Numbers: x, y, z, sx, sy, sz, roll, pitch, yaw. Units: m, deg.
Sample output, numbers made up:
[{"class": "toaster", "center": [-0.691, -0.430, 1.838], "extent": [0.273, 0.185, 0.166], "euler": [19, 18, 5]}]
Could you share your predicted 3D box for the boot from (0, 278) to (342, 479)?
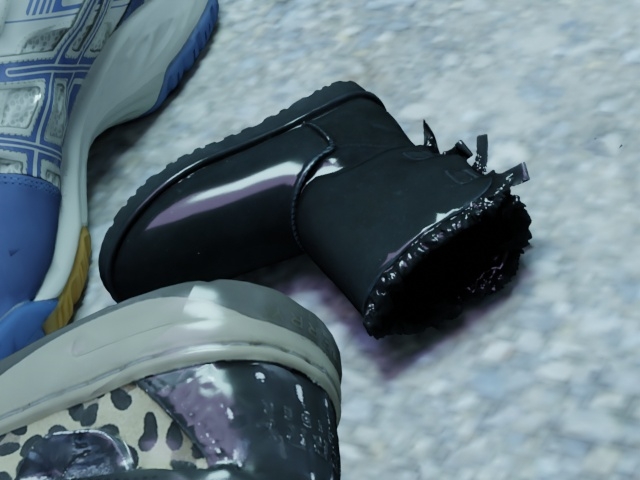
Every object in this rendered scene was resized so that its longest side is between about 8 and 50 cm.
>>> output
[{"class": "boot", "center": [-0.084, 0.131, 0.428], "extent": [0.236, 0.085, 0.178], "euler": [-31, 48, 19]}]

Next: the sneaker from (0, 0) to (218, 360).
[{"class": "sneaker", "center": [-0.134, -0.056, 0.654], "extent": [0.112, 0.131, 0.296], "euler": [-3, 43, 21]}]

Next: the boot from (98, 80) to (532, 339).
[{"class": "boot", "center": [0.000, 0.001, 0.590], "extent": [0.121, 0.045, 0.099], "euler": [-33, 41, -15]}]
